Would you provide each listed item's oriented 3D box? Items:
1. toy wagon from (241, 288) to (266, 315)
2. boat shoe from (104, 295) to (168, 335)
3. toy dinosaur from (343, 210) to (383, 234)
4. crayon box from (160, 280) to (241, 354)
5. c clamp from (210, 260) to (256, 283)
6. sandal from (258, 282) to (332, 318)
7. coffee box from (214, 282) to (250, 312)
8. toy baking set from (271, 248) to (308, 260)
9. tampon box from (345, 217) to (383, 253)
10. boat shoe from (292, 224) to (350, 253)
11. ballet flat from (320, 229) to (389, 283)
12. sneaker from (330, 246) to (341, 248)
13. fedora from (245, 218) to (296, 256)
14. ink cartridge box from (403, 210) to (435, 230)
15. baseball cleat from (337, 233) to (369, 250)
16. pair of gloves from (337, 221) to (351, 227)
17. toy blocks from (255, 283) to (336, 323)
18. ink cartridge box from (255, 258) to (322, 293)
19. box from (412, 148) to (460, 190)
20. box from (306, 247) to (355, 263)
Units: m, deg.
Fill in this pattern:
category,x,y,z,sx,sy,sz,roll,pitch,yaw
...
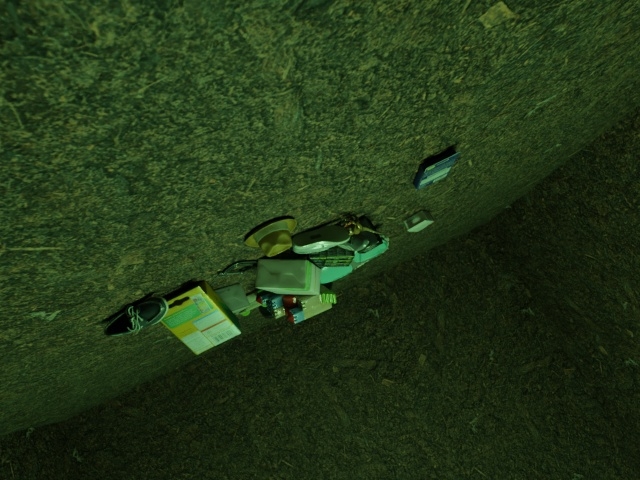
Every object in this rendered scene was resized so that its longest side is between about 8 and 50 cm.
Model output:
category,x,y,z,sx,sy,sz,roll,pitch,yaw
toy wagon,-0.388,0.333,2.254,0.345,0.068,0.267,-23,166,-10
boat shoe,-0.635,0.264,1.498,0.255,0.095,0.079,-22,180,20
toy dinosaur,0.145,-0.051,1.696,0.064,0.112,0.212,-37,164,34
crayon box,-0.470,0.285,1.666,0.203,0.083,0.322,-26,132,1
c clamp,-0.322,0.112,1.655,0.137,0.022,0.161,-40,160,30
sandal,-0.133,0.305,2.441,0.446,0.167,0.107,-25,149,-7
coffee box,-0.462,0.314,1.931,0.168,0.118,0.297,-15,162,-42
toy baking set,-0.087,0.038,1.778,0.197,0.030,0.256,-11,159,-48
tampon box,0.188,-0.017,1.863,0.102,0.120,0.161,-31,170,12
boat shoe,0.000,0.001,1.659,0.228,0.079,0.081,-10,153,-15
ballet flat,0.139,0.074,2.119,0.409,0.146,0.147,-27,166,4
sneaker,0.056,0.048,1.976,0.209,0.081,0.094,-19,162,-27
fedora,-0.148,0.000,1.422,0.195,0.079,0.194,-25,166,-7
ink cartridge box,0.514,-0.101,2.286,0.115,0.067,0.198,-33,167,23
baseball cleat,0.084,0.002,1.720,0.206,0.072,0.110,2,176,45
pair of gloves,0.087,-0.055,1.793,0.083,0.010,0.074,-19,167,-22
toy blocks,-0.137,0.260,2.016,0.261,0.190,0.381,-20,-153,-26
ink cartridge box,-0.117,0.161,1.826,0.207,0.119,0.353,1,169,11
box,0.415,-0.258,1.580,0.137,0.036,0.225,-26,168,-3
box,0.038,0.075,1.844,0.191,0.045,0.184,-1,161,-4
